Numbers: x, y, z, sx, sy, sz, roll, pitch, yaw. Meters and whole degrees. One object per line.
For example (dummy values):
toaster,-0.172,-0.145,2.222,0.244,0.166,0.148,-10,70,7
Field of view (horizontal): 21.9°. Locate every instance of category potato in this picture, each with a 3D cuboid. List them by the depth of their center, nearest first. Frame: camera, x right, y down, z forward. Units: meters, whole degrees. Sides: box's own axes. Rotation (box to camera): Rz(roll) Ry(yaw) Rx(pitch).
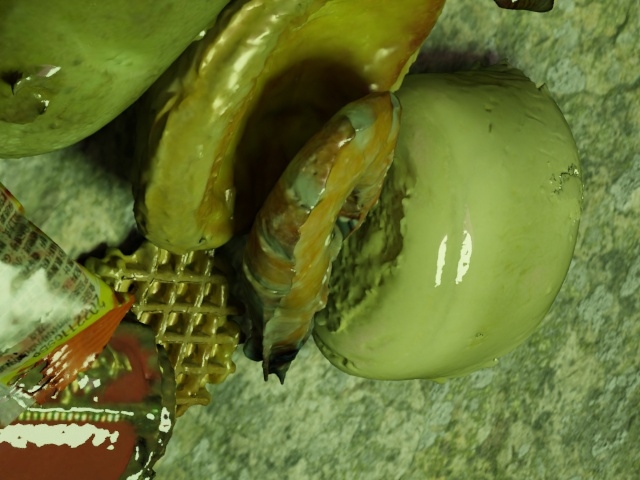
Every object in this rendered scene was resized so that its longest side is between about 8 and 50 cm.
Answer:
potato,-0.142,-0.207,0.948,0.219,0.269,0.359,1,116,-49

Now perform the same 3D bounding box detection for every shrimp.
shrimp,0.000,0.000,1.245,0.164,0.062,0.317,-40,161,-32

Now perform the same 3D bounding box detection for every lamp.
lamp,-0.234,0.105,1.100,0.274,0.177,0.177,6,109,-32

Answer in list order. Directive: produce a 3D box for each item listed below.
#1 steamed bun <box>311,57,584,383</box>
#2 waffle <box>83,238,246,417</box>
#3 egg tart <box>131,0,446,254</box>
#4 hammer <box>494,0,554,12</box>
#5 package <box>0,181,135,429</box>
steamed bun,0.121,-0.008,1.365,0.232,0.166,0.273,4,109,-42
waffle,-0.134,0.074,1.274,0.191,0.038,0.191,-20,124,-32
egg tart,-0.036,-0.136,1.153,0.319,0.128,0.319,-42,162,-17
hammer,0.180,-0.370,1.292,0.242,0.095,0.409,-15,128,-36
package,-0.259,0.021,0.910,0.223,0.108,0.288,-38,115,-1
